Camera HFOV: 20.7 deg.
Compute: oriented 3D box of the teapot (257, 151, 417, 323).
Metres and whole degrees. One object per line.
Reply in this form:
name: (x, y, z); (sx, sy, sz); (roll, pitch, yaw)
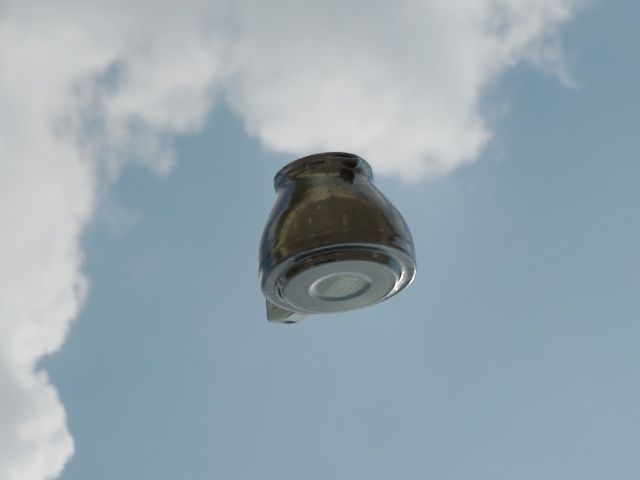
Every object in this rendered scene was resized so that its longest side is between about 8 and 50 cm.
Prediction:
teapot: (0.000, 0.000, 0.741); (0.066, 0.088, 0.057); (9, -122, -27)
